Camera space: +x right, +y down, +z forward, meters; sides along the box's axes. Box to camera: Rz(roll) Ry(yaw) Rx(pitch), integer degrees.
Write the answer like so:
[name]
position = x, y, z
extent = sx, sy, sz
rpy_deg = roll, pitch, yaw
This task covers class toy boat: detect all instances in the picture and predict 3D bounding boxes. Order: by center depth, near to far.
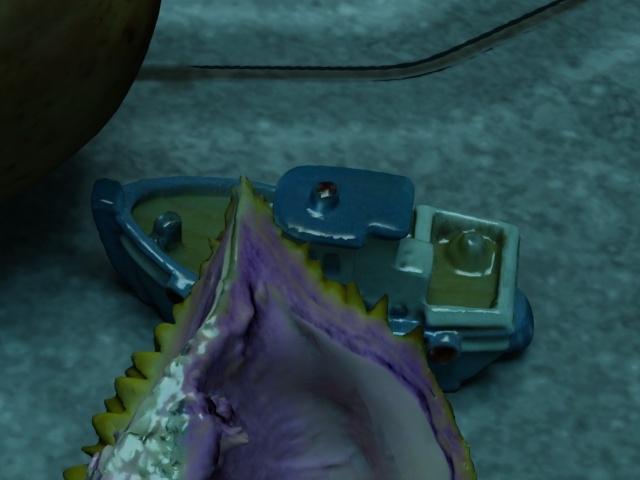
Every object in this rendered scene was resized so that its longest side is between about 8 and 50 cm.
[toy boat]
position = 0.000, 0.000, 0.900
extent = 0.215, 0.102, 0.088
rpy_deg = 9, 45, 0

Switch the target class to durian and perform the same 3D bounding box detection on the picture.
[durian]
position = -0.055, 0.162, 0.736
extent = 0.191, 0.112, 0.341
rpy_deg = 42, 61, -27

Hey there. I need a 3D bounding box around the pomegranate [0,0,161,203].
[pomegranate]
position = -0.219, -0.159, 0.872
extent = 0.322, 0.322, 0.322
rpy_deg = 4, 48, -5
